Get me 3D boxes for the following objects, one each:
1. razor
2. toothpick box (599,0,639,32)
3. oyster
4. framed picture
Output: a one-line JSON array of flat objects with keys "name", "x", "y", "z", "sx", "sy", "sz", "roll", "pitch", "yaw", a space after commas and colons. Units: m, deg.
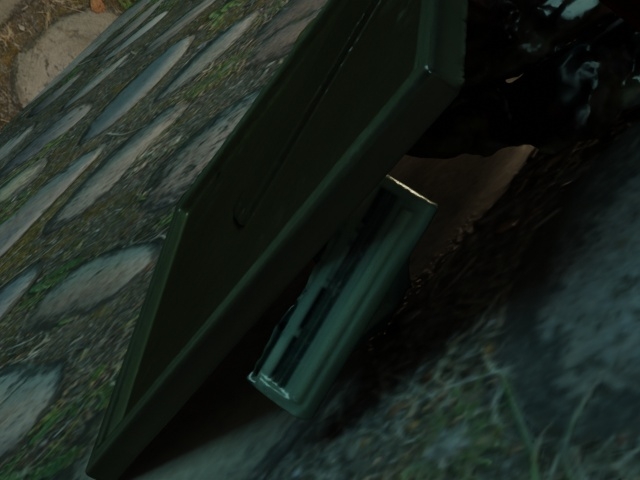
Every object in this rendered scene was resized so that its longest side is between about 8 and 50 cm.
[{"name": "razor", "x": 0.009, "y": 0.005, "z": 0.684, "sx": 0.111, "sy": 0.056, "sz": 0.278, "roll": -60, "pitch": 9, "yaw": 7}, {"name": "toothpick box", "x": 0.211, "y": -0.243, "z": 0.505, "sx": 0.333, "sy": 0.204, "sz": 0.204, "roll": -50, "pitch": 16, "yaw": 11}, {"name": "oyster", "x": 0.100, "y": -0.124, "z": 0.741, "sx": 0.271, "sy": 0.100, "sz": 0.275, "roll": -19, "pitch": 17, "yaw": 10}, {"name": "framed picture", "x": -0.021, "y": -0.041, "z": 0.670, "sx": 0.315, "sy": 0.024, "sz": 0.232, "roll": -50, "pitch": 19, "yaw": 37}]
